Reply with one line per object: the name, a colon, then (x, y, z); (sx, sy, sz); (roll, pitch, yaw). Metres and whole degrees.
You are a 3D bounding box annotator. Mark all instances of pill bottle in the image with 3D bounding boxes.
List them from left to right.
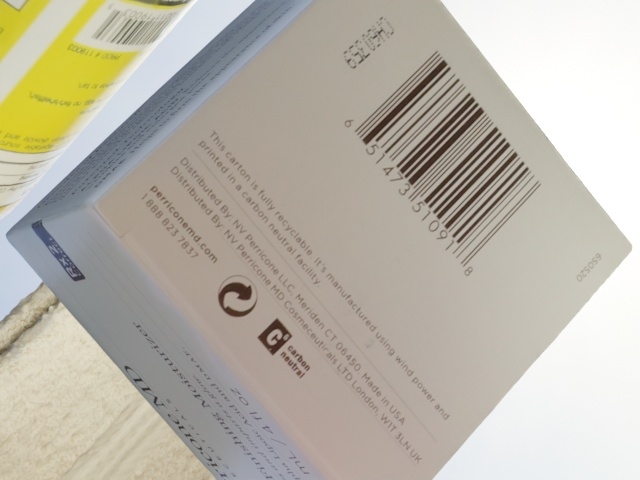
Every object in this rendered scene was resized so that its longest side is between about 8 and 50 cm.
pill bottle: (-0.212, -0.125, 1.024); (0.188, 0.334, 0.188); (33, -149, -23)

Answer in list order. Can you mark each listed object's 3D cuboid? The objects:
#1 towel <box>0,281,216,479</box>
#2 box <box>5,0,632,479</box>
towel: (-0.159, 0.135, 0.917); (0.282, 0.049, 0.187); (-45, -41, -29)
box: (0.000, 0.000, 0.746); (0.182, 0.119, 0.181); (-46, -76, -22)
